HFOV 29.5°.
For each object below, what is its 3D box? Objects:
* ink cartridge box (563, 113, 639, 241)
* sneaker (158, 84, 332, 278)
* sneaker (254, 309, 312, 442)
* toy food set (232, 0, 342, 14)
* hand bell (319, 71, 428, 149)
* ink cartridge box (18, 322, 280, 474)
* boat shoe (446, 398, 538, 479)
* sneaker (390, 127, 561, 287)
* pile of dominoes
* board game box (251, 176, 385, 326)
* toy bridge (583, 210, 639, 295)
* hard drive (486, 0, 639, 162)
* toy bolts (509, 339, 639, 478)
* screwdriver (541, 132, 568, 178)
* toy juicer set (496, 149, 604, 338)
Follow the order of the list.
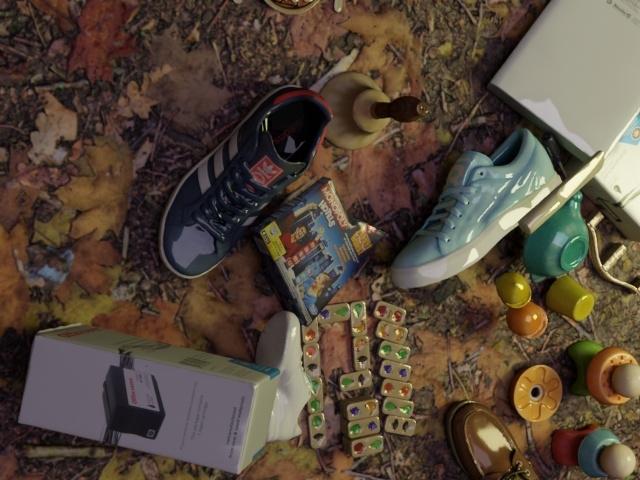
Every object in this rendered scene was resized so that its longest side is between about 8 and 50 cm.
[{"bbox_3d":[0.550,-0.113,2.136,0.203,0.086,0.148,41,78,-21],"label":"ink cartridge box"},{"bbox_3d":[-0.109,-0.092,1.808,0.131,0.148,0.350,38,80,-23],"label":"sneaker"},{"bbox_3d":[-0.050,0.213,1.913,0.094,0.080,0.212,3,102,-32],"label":"sneaker"},{"bbox_3d":[-0.043,-0.415,1.866,0.192,0.038,0.132,-2,96,-24],"label":"toy food set"},{"bbox_3d":[0.099,-0.198,1.840,0.126,0.242,0.126,-2,96,-24],"label":"hand bell"},{"bbox_3d":[-0.229,0.213,1.679,0.307,0.223,0.129,12,91,6],"label":"ink cartridge box"},{"bbox_3d":[0.324,0.404,2.074,0.110,0.104,0.307,-37,108,-17],"label":"boat shoe"},{"bbox_3d":[0.232,-0.062,1.981,0.366,0.135,0.150,-36,107,-29],"label":"sneaker"},{"bbox_3d":[0.069,0.222,1.979,0.196,0.040,0.251,-8,99,-23],"label":"pile of dominoes"},{"bbox_3d":[0.000,0.000,1.897,0.194,0.060,0.194,-38,124,-21],"label":"board game box"},{"bbox_3d":[0.518,0.031,2.169,0.063,0.026,0.188,-45,110,-13],"label":"toy bridge"},{"bbox_3d":[0.476,-0.328,2.063,0.233,0.047,0.353,37,79,0],"label":"hard drive"},{"bbox_3d":[0.460,0.308,2.097,0.218,0.158,0.229,-11,99,-23],"label":"toy bolts"},{"bbox_3d":[0.409,-0.127,2.079,0.025,0.024,0.170,-17,140,14],"label":"screwdriver"},{"bbox_3d":[0.365,0.015,2.014,0.209,0.089,0.329,-24,129,-27],"label":"toy juicer set"}]
